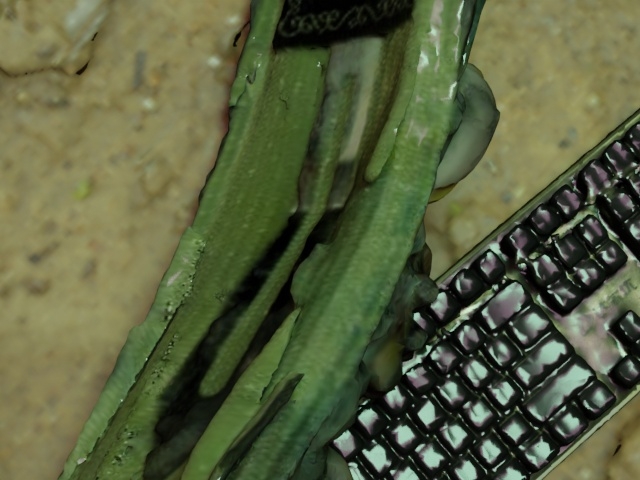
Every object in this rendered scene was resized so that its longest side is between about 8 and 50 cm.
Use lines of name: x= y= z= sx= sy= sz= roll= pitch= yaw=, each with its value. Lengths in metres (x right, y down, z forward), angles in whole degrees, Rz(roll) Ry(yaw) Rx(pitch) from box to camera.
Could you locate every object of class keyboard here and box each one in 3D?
keyboard: x=0.057 y=0.064 z=0.606 sx=0.317 sy=0.027 sz=0.106 roll=-40 pitch=85 yaw=-14

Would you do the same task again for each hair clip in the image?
hair clip: x=0.001 y=0.000 z=0.566 sx=0.091 sy=0.138 sz=0.321 roll=36 pitch=63 yaw=-31
